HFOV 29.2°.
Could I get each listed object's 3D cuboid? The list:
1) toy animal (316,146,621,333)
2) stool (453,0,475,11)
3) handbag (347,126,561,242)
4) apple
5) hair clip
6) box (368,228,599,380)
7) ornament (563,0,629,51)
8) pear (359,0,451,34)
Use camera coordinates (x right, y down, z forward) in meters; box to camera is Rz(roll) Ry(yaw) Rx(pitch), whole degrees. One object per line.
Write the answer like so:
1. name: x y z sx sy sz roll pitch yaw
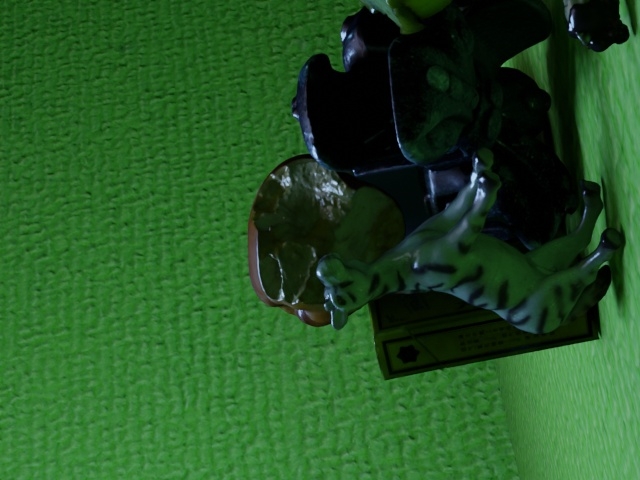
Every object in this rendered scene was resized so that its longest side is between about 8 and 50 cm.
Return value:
1. toy animal: 0.128 0.002 1.042 0.090 0.255 0.170 -81 -3 -51
2. stool: 0.129 -0.276 1.264 0.217 0.125 0.121 -60 -26 -15
3. handbag: 0.139 -0.056 1.412 0.263 0.241 0.222 -76 -24 -77
4. apple: -0.002 0.003 1.233 0.158 0.156 0.147 -63 6 3
5. hair clip: 0.113 -0.118 1.144 0.310 0.194 0.206 34 -121 -47
6. box: 0.158 0.063 1.250 0.141 0.220 0.064 -93 -11 -62
7. ornament: 0.153 -0.223 0.818 0.088 0.081 0.203 -47 -53 -85
8. pear: 0.072 -0.319 0.977 0.159 0.292 0.292 28 -147 -27
